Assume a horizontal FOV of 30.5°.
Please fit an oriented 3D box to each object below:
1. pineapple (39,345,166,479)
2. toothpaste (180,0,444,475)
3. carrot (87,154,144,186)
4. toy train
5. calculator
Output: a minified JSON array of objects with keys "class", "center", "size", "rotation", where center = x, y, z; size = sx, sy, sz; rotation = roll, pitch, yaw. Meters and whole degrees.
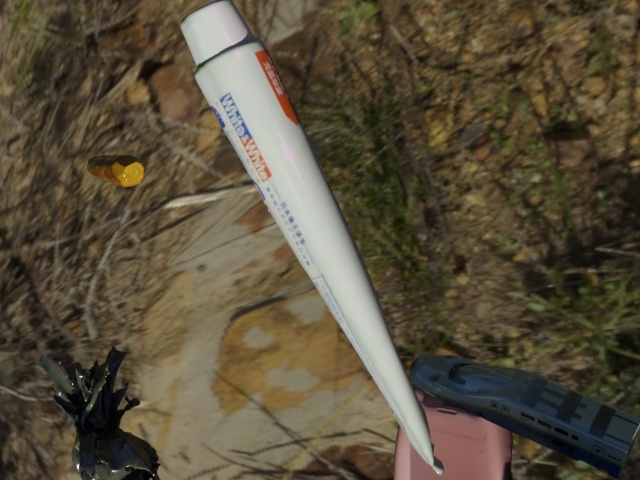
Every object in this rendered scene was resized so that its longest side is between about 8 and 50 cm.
[{"class":"pineapple","center":[-0.270,0.305,1.572],"size":[0.166,0.165,0.364],"rotation":[-25,81,-18]},{"class":"toothpaste","center":[0.000,0.000,0.501],"size":[0.033,0.052,0.218],"rotation":[-27,95,2]},{"class":"carrot","center":[-0.271,-0.094,1.537],"size":[0.042,0.171,0.042],"rotation":[-3,97,-25]},{"class":"toy train","center":[0.195,0.158,1.161],"size":[0.234,0.051,0.052],"rotation":[23,48,19]},{"class":"calculator","center":[0.209,0.397,1.880],"size":[0.048,0.220,0.329],"rotation":[-10,102,-53]}]
